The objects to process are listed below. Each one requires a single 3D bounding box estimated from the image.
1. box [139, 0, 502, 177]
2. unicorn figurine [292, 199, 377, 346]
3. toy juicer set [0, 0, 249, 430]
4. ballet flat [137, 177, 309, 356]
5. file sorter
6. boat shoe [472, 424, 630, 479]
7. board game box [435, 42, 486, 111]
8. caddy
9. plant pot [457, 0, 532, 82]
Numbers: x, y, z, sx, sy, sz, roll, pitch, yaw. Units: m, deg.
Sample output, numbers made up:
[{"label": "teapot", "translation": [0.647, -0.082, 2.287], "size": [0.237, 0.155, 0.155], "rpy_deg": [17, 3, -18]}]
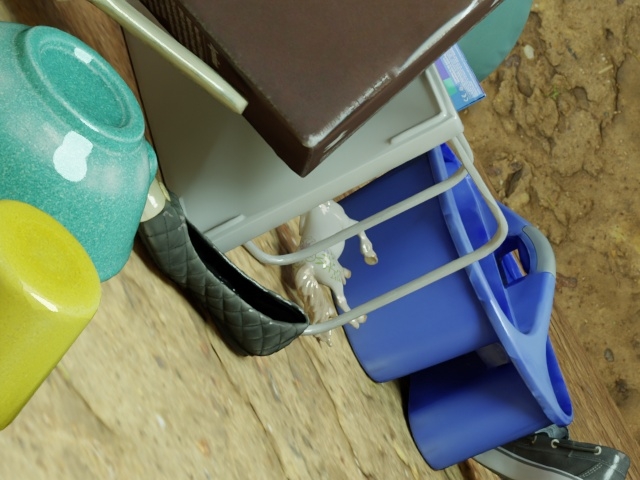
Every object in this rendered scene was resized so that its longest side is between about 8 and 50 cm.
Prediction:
[{"label": "box", "translation": [-0.064, -0.243, 0.798], "size": [0.381, 0.191, 0.143], "rpy_deg": [49, -6, 3]}, {"label": "unicorn figurine", "translation": [0.000, 0.000, 1.107], "size": [0.111, 0.060, 0.162], "rpy_deg": [55, 14, -33]}, {"label": "toy juicer set", "translation": [-0.154, -0.066, 0.590], "size": [0.209, 0.089, 0.329], "rpy_deg": [45, 22, -10]}, {"label": "ballet flat", "translation": [-0.066, 0.010, 0.835], "size": [0.173, 0.049, 0.057], "rpy_deg": [51, 15, -41]}, {"label": "file sorter", "translation": [-0.007, -0.103, 0.998], "size": [0.173, 0.193, 0.277], "rpy_deg": [50, 17, -54]}, {"label": "boat shoe", "translation": [0.207, 0.197, 1.280], "size": [0.080, 0.076, 0.228], "rpy_deg": [35, -9, -18]}, {"label": "board game box", "translation": [0.023, -0.149, 1.214], "size": [0.160, 0.210, 0.047], "rpy_deg": [62, -26, -3]}, {"label": "caddy", "translation": [0.134, 0.047, 1.284], "size": [0.241, 0.179, 0.341], "rpy_deg": [57, 13, -26]}, {"label": "plant pot", "translation": [0.054, -0.297, 1.494], "size": [0.235, 0.293, 0.293], "rpy_deg": [-6, 68, -60]}]
